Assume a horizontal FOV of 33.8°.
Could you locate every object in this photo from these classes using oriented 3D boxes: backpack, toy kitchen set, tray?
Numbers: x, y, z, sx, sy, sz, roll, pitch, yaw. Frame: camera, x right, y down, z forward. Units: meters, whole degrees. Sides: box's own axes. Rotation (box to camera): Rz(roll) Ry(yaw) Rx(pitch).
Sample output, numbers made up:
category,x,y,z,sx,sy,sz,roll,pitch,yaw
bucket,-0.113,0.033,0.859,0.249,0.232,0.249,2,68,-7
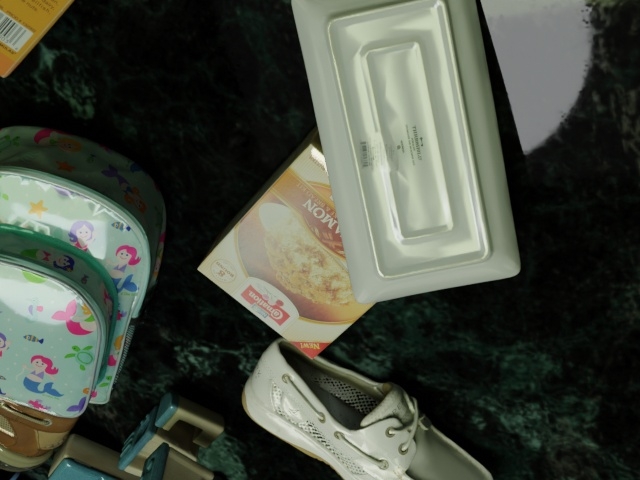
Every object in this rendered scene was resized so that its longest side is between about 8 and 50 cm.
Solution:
category,x,y,z,sx,sy,sz,roll,pitch,yaw
backpack,-0.268,0.027,1.004,0.225,0.191,0.253,20,117,-8
toy kitchen set,-0.211,0.265,1.124,0.122,0.166,0.207,28,127,-17
tray,0.072,-0.081,0.852,0.145,0.030,0.270,-11,105,6

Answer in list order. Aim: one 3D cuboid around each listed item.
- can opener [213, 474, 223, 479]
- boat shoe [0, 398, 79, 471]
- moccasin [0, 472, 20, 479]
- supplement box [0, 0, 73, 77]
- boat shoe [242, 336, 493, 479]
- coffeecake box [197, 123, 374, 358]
category,x,y,z,sx,sy,sz,roll,pitch,yaw
can opener,-0.113,0.402,1.244,0.074,0.093,0.280,-4,115,22
boat shoe,-0.396,0.116,1.149,0.324,0.122,0.120,42,120,-19
moccasin,-0.385,0.341,1.279,0.342,0.138,0.117,41,139,-24
supplement box,-0.222,-0.241,0.870,0.080,0.078,0.233,38,126,-26
boat shoe,0.057,0.186,1.039,0.277,0.098,0.096,27,126,3
coffeecake box,0.000,0.000,0.960,0.142,0.068,0.185,39,125,-9
